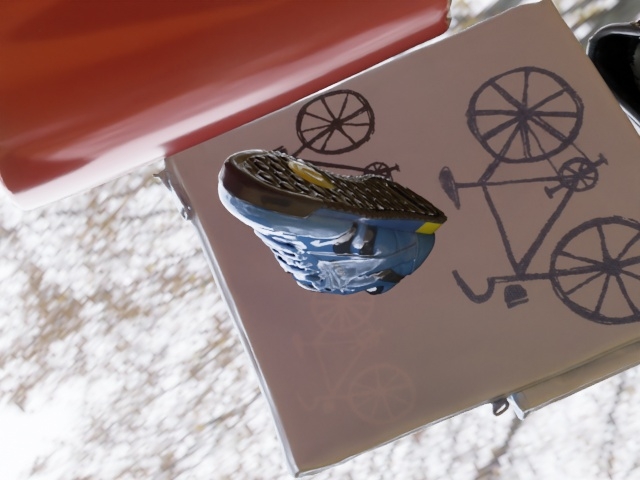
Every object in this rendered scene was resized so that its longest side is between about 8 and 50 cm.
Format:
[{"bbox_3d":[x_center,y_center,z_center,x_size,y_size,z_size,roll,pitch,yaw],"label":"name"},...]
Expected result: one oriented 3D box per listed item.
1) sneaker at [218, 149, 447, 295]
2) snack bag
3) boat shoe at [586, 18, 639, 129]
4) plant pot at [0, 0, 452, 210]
[{"bbox_3d":[0.000,0.000,1.050,0.069,0.082,0.209,40,-165,28],"label":"sneaker"},{"bbox_3d":[0.083,-0.004,1.264,0.342,0.037,0.323,-22,-125,-5],"label":"snack bag"},{"bbox_3d":[0.302,-0.091,1.318,0.113,0.127,0.340,2,-148,-20],"label":"boat shoe"},{"bbox_3d":[-0.071,-0.175,0.912,0.243,0.275,0.275,-14,-108,1],"label":"plant pot"}]
